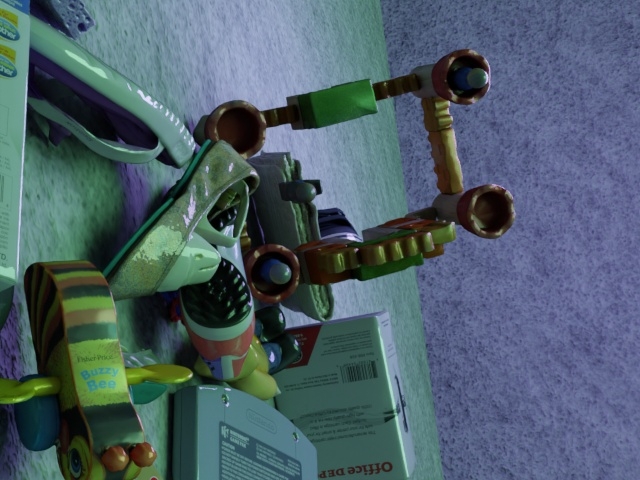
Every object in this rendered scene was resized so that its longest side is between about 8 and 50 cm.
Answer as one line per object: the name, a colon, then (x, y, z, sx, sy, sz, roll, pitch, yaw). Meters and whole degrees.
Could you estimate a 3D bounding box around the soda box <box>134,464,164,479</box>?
soda box: (-0.194, 0.292, 1.195, 0.058, 0.061, 0.181, -85, 159, -48)

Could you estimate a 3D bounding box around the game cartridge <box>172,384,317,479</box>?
game cartridge: (-0.096, 0.307, 1.479, 0.297, 0.062, 0.198, 40, 35, -49)

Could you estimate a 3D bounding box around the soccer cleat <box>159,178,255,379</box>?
soccer cleat: (-0.147, 0.038, 1.442, 0.318, 0.109, 0.116, -109, -165, -49)

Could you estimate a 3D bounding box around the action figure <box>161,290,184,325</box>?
action figure: (-0.194, 0.070, 1.443, 0.038, 0.030, 0.115, -92, 166, -50)

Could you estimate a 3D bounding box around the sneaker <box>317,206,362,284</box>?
sneaker: (0.000, 0.000, 2.017, 0.321, 0.126, 0.127, 113, -36, -77)

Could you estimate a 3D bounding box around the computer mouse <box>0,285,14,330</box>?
computer mouse: (-0.317, -0.030, 0.958, 0.184, 0.060, 0.262, 56, 26, -59)

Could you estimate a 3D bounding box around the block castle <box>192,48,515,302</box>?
block castle: (0.058, -0.097, 1.671, 0.213, 0.453, 0.303, -169, -114, -68)

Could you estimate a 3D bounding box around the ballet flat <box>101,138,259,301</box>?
ballet flat: (-0.155, -0.013, 1.338, 0.106, 0.107, 0.316, 36, 45, -5)

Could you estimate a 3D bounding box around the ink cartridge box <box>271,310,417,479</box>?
ink cartridge box: (0.036, 0.269, 1.844, 0.114, 0.197, 0.273, -2, 82, -76)

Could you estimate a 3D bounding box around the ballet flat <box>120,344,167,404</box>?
ballet flat: (-0.231, 0.140, 1.195, 0.068, 0.072, 0.213, 54, 7, 16)

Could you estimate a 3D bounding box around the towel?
towel: (-0.051, -0.011, 1.850, 0.187, 0.049, 0.282, -166, -118, -67)

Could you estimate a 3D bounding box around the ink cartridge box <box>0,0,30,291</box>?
ink cartridge box: (-0.324, -0.122, 0.889, 0.186, 0.065, 0.311, 25, 54, -47)

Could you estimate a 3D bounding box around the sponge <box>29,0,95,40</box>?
sponge: (-0.308, -0.302, 1.106, 0.117, 0.031, 0.210, 34, -21, 47)

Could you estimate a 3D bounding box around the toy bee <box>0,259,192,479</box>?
toy bee: (-0.195, 0.157, 1.010, 0.195, 0.162, 0.298, -28, 98, -35)

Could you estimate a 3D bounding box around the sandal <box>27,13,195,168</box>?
sandal: (-0.246, -0.136, 1.221, 0.102, 0.169, 0.416, -59, 160, -3)

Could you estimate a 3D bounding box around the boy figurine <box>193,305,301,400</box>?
boy figurine: (-0.111, 0.142, 1.558, 0.177, 0.092, 0.285, 62, 8, 8)
